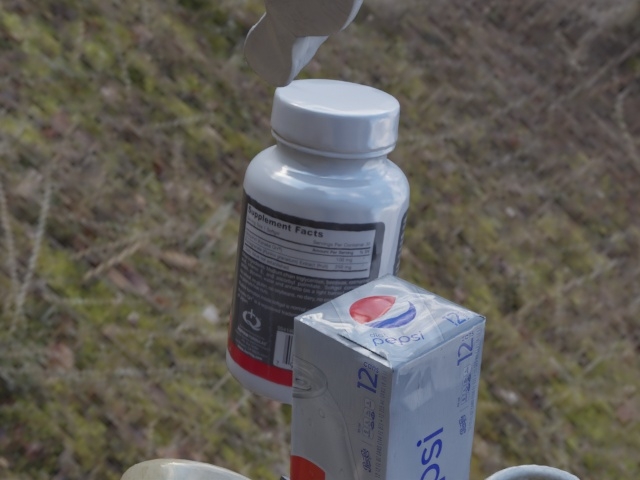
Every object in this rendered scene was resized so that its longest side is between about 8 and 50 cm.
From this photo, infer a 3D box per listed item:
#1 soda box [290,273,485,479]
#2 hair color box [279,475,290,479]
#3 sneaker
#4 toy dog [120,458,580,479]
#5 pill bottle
[{"bbox_3d":[0.040,0.175,1.009,0.091,0.286,0.098,25,36,37],"label":"soda box"},{"bbox_3d":[0.032,0.302,1.478,0.167,0.053,0.093,27,-8,-10],"label":"hair color box"},{"bbox_3d":[-0.001,-0.218,1.265,0.080,0.212,0.094,45,63,-3],"label":"sneaker"},{"bbox_3d":[0.030,0.195,0.649,0.334,0.161,0.220,0,66,-15],"label":"toy dog"},{"bbox_3d":[0.000,0.000,1.521,0.176,0.318,0.176,6,21,-2],"label":"pill bottle"}]
